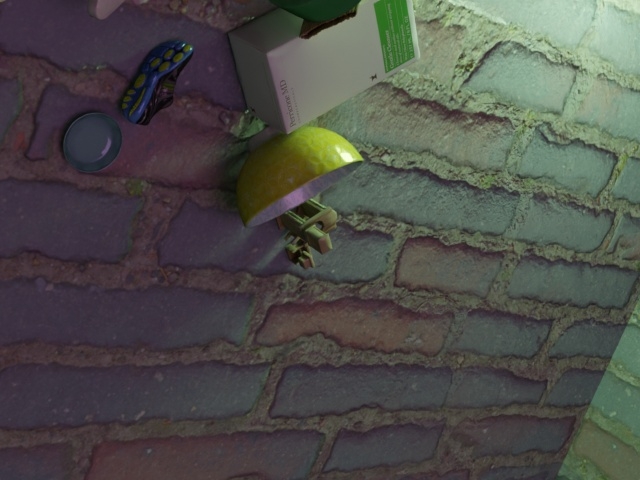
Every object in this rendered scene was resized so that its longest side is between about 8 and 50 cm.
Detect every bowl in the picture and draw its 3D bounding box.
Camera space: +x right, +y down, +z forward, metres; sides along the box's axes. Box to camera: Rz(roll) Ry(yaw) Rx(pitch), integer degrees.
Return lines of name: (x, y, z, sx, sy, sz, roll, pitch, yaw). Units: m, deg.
bowl: (-0.070, -0.163, 1.960, 0.289, 0.289, 0.156, -28, 86, -25)

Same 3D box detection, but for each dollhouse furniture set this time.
dollhouse furniture set: (0.000, 0.000, 2.113, 0.101, 0.182, 0.161, -33, 131, -21)

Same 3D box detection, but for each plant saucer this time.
plant saucer: (-0.435, -0.188, 1.761, 0.119, 0.021, 0.119, -19, 124, -30)

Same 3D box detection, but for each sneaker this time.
sneaker: (-0.309, -0.303, 1.781, 0.188, 0.067, 0.078, -56, 156, -2)

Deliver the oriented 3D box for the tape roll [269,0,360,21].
tape roll: (0.010, -0.568, 1.702, 0.077, 0.321, 0.321, 16, 103, -43)

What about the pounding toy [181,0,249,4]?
pounding toy: (-0.194, -0.504, 1.673, 0.206, 0.181, 0.094, 3, 70, -50)

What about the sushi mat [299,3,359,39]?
sushi mat: (0.046, -0.538, 1.777, 0.019, 0.151, 0.317, 30, 63, -35)

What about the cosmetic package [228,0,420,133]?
cosmetic package: (0.013, -0.400, 1.919, 0.365, 0.155, 0.197, -34, 132, -22)

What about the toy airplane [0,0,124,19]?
toy airplane: (-0.377, -0.553, 1.472, 0.384, 0.272, 0.386, -60, 172, 19)
